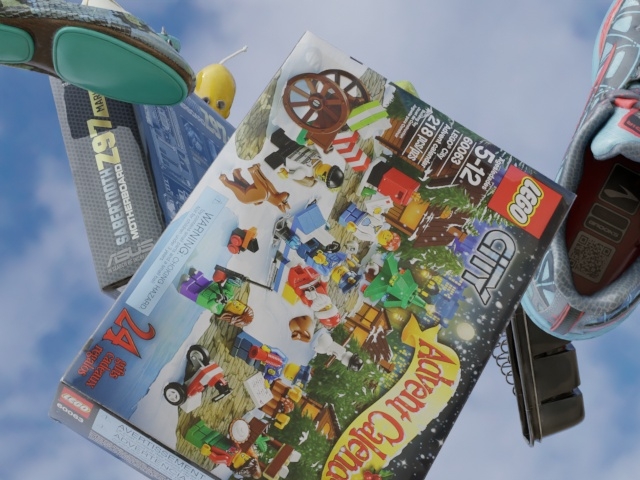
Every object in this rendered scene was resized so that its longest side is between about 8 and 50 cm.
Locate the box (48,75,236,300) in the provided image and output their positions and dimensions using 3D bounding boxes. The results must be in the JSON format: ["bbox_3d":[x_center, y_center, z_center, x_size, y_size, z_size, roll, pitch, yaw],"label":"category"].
[{"bbox_3d":[-0.097,-0.024,1.253,0.059,0.183,0.232,-22,-23,14],"label":"box"}]

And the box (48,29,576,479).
[{"bbox_3d":[0.002,0.028,0.847,0.233,0.159,0.044,-58,-2,-32],"label":"box"}]

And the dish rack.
[{"bbox_3d":[0.208,0.067,1.887,0.074,0.271,0.208,-12,-68,-4],"label":"dish rack"}]

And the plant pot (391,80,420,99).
[{"bbox_3d":[0.000,0.000,1.777,0.228,0.207,0.227,-57,-47,-42],"label":"plant pot"}]

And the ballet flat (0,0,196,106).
[{"bbox_3d":[-0.166,-0.136,1.131,0.188,0.070,0.070,14,-68,-6],"label":"ballet flat"}]

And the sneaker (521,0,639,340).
[{"bbox_3d":[0.200,-0.061,1.070,0.125,0.104,0.262,34,-104,-86],"label":"sneaker"}]

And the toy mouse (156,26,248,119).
[{"bbox_3d":[-0.145,-0.137,1.572,0.143,0.161,0.031,17,-33,-7],"label":"toy mouse"}]
